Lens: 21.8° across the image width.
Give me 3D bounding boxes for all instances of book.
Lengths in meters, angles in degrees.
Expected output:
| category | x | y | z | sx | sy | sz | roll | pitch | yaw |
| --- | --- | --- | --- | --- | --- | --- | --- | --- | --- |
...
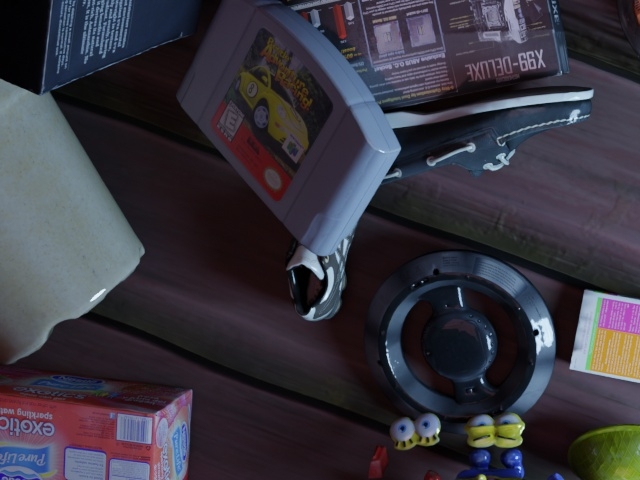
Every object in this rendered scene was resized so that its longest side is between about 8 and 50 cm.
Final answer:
| category | x | y | z | sx | sy | sz | roll | pitch | yaw |
| --- | --- | --- | --- | --- | --- | --- | --- | --- | --- |
| book | 0.369 | 0.115 | 1.924 | 0.144 | 0.035 | 0.096 | 11 | 97 | 12 |

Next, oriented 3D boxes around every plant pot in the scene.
| category | x | y | z | sx | sy | sz | roll | pitch | yaw |
| --- | --- | --- | --- | --- | --- | --- | --- | --- | --- |
| plant pot | -0.386 | -0.033 | 1.974 | 0.334 | 0.334 | 0.305 | -35 | 99 | 16 |

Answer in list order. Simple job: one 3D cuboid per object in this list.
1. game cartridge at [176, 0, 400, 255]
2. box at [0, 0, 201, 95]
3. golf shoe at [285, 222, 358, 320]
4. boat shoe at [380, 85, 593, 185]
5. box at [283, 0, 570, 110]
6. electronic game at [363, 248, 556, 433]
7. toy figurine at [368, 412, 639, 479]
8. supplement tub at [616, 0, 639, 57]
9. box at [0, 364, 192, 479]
| category | x | y | z | sx | sy | sz | roll | pitch | yaw |
| --- | --- | --- | --- | --- | --- | --- | --- | --- | --- |
| game cartridge | -0.040 | -0.149 | 1.913 | 0.294 | 0.060 | 0.196 | 48 | 125 | 24 |
| box | -0.325 | -0.326 | 1.866 | 0.296 | 0.294 | 0.182 | 24 | 120 | 22 |
| golf shoe | 0.000 | 0.000 | 1.973 | 0.077 | 0.094 | 0.198 | 2 | 96 | 15 |
| boat shoe | 0.171 | -0.117 | 1.909 | 0.303 | 0.114 | 0.091 | -8 | 95 | 27 |
| box | 0.113 | -0.280 | 1.914 | 0.308 | 0.076 | 0.242 | -11 | 95 | 16 |
| electronic game | 0.164 | 0.121 | 1.968 | 0.229 | 0.048 | 0.229 | 4 | 107 | 13 |
| toy figurine | 0.220 | 0.325 | 1.878 | 0.363 | 0.217 | 0.191 | -1 | 108 | 14 |
| supplement tub | 0.408 | -0.254 | 1.717 | 0.194 | 0.316 | 0.193 | 2 | 98 | 14 |
| box | -0.322 | 0.253 | 2.062 | 0.300 | 0.142 | 0.154 | 5 | 99 | 14 |
